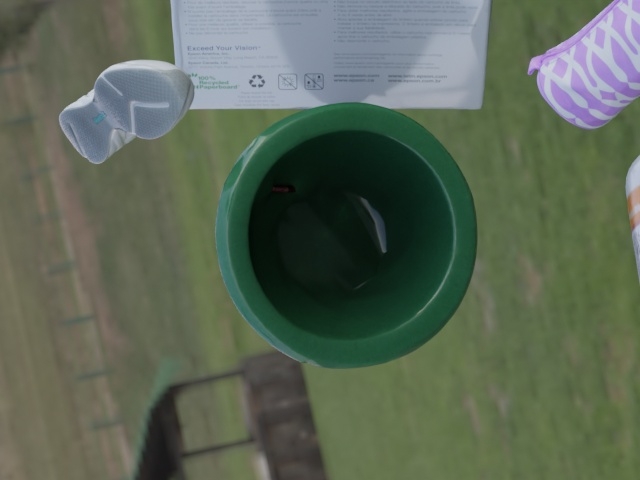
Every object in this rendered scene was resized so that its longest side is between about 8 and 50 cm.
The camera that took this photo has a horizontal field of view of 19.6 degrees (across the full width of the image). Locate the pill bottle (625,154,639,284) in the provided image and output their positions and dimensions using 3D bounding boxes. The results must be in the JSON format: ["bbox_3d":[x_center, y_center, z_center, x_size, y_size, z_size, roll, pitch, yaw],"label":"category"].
[{"bbox_3d":[0.182,0.066,0.647,0.121,0.121,0.216,100,162,-78],"label":"pill bottle"}]

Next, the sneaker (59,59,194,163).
[{"bbox_3d":[-0.116,-0.095,1.192,0.053,0.061,0.152,55,152,-11],"label":"sneaker"}]

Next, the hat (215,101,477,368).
[{"bbox_3d":[0.000,0.000,1.278,0.183,0.208,0.173,-14,92,68],"label":"hat"}]

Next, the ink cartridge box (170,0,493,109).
[{"bbox_3d":[0.007,-0.187,1.259,0.045,0.223,0.224,-89,0,-47],"label":"ink cartridge box"}]

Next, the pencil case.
[{"bbox_3d":[0.268,-0.177,1.557,0.206,0.088,0.086,-46,20,44],"label":"pencil case"}]
